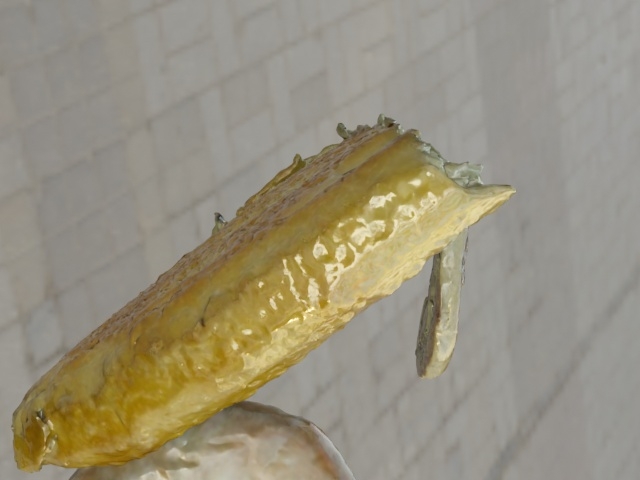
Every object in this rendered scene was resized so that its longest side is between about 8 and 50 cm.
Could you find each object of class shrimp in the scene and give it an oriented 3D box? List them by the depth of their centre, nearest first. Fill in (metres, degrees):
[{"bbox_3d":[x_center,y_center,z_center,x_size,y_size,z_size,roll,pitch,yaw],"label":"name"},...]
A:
[{"bbox_3d":[-0.105,0.219,0.841,0.317,0.168,0.077,-47,-176,-5],"label":"shrimp"}]

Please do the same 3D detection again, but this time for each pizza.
[{"bbox_3d":[0.000,0.000,0.822,0.075,0.280,0.287,54,30,-8],"label":"pizza"}]

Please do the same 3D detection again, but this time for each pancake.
[{"bbox_3d":[0.087,0.022,1.094,0.158,0.028,0.158,9,90,-86],"label":"pancake"}]
